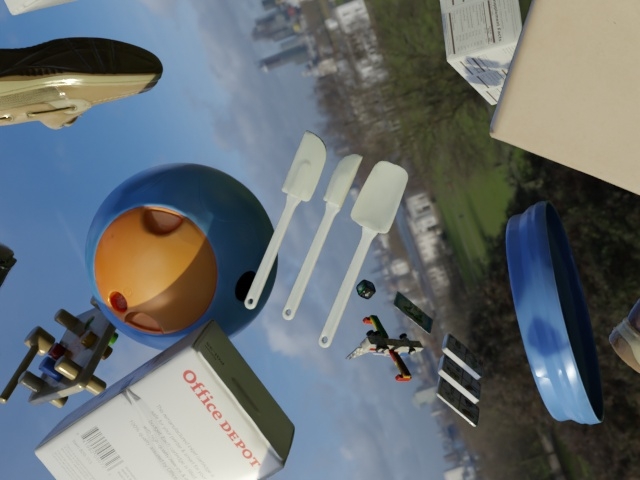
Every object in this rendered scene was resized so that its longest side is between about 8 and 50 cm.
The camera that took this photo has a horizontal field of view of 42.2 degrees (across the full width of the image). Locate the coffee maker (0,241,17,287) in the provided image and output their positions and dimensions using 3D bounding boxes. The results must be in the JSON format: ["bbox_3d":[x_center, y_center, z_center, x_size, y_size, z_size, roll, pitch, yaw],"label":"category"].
[{"bbox_3d":[-0.615,0.094,1.455,0.120,0.178,0.171,21,-167,-37],"label":"coffee maker"}]

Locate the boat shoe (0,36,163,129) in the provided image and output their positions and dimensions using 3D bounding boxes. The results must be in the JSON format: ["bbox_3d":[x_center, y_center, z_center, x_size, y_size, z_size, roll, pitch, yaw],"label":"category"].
[{"bbox_3d":[-0.416,-0.237,1.288,0.121,0.341,0.110,-115,25,-44],"label":"boat shoe"}]

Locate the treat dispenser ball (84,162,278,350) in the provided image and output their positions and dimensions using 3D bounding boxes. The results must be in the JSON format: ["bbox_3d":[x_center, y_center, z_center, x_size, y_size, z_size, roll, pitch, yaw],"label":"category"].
[{"bbox_3d":[-0.209,0.025,1.260,0.288,0.288,0.288,-20,-90,-86],"label":"treat dispenser ball"}]

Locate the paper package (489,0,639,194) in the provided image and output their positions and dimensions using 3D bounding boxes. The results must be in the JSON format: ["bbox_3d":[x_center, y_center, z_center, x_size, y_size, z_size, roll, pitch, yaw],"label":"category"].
[{"bbox_3d":[0.348,-0.197,0.733,0.168,0.310,0.324,-53,-19,-43],"label":"paper package"}]

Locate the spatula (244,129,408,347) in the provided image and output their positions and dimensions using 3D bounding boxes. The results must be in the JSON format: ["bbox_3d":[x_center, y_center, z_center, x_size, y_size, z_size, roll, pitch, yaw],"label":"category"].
[{"bbox_3d":[0.000,0.000,1.028,0.168,0.241,0.019,25,-174,27],"label":"spatula"}]

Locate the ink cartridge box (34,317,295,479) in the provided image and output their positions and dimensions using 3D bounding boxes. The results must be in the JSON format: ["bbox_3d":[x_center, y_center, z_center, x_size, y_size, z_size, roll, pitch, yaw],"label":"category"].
[{"bbox_3d":[-0.206,0.273,1.137,0.207,0.283,0.117,54,-166,-8],"label":"ink cartridge box"}]

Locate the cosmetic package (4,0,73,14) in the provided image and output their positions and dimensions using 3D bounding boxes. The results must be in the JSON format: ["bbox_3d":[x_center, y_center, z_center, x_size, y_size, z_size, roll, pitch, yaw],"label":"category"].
[{"bbox_3d":[-0.252,-0.414,0.747,0.197,0.155,0.365,-40,-69,-50],"label":"cosmetic package"}]

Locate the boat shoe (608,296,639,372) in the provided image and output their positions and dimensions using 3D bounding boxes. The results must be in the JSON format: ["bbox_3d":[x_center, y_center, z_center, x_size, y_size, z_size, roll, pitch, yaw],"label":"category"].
[{"bbox_3d":[0.478,0.136,0.857,0.342,0.123,0.123,27,-164,2],"label":"boat shoe"}]

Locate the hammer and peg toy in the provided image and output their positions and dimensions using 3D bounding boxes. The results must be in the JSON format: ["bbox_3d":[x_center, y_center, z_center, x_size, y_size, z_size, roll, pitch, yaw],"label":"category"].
[{"bbox_3d":[-0.609,0.282,1.996,0.127,0.361,0.265,41,-132,-26],"label":"hammer and peg toy"}]

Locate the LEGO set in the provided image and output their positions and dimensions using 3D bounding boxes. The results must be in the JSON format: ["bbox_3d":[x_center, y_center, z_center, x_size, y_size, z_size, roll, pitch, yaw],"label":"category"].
[{"bbox_3d":[0.138,0.167,1.256,0.244,0.060,0.182,40,-154,-5],"label":"LEGO set"}]

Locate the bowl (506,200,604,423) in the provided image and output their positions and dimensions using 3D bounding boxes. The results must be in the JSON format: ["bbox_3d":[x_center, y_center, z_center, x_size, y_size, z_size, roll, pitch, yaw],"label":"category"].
[{"bbox_3d":[0.409,0.127,1.446,0.391,0.077,0.390,48,-146,-49],"label":"bowl"}]

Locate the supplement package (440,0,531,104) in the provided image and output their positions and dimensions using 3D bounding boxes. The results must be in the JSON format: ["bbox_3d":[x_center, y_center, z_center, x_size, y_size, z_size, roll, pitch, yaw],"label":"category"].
[{"bbox_3d":[0.344,-0.410,1.595,0.262,0.145,0.203,19,-117,-60],"label":"supplement package"}]
